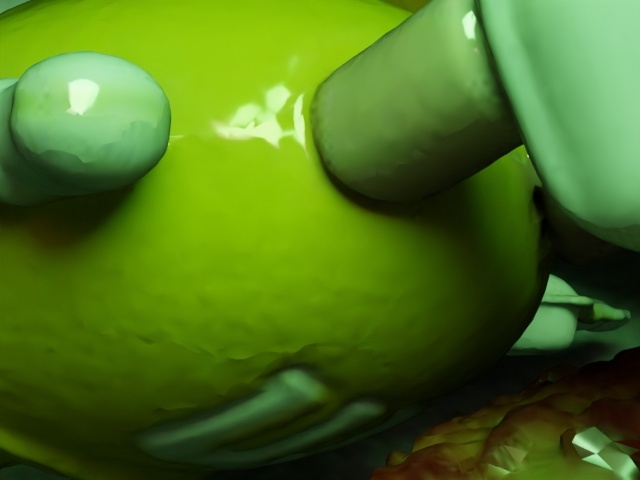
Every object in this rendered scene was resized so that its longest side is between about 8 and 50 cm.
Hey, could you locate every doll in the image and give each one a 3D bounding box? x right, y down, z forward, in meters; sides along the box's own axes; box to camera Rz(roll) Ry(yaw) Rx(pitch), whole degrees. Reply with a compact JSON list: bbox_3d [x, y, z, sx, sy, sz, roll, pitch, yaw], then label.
[{"bbox_3d":[0.008,-0.010,0.567,0.348,0.423,0.161,3,73,-21],"label":"doll"}]

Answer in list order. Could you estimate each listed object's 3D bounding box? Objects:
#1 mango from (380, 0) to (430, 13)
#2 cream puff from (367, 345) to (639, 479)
[{"bbox_3d":[0.118,-0.189,0.792,0.300,0.232,0.446,-7,50,-10],"label":"mango"},{"bbox_3d":[0.108,0.195,0.511,0.350,0.228,0.351,12,66,-28],"label":"cream puff"}]
